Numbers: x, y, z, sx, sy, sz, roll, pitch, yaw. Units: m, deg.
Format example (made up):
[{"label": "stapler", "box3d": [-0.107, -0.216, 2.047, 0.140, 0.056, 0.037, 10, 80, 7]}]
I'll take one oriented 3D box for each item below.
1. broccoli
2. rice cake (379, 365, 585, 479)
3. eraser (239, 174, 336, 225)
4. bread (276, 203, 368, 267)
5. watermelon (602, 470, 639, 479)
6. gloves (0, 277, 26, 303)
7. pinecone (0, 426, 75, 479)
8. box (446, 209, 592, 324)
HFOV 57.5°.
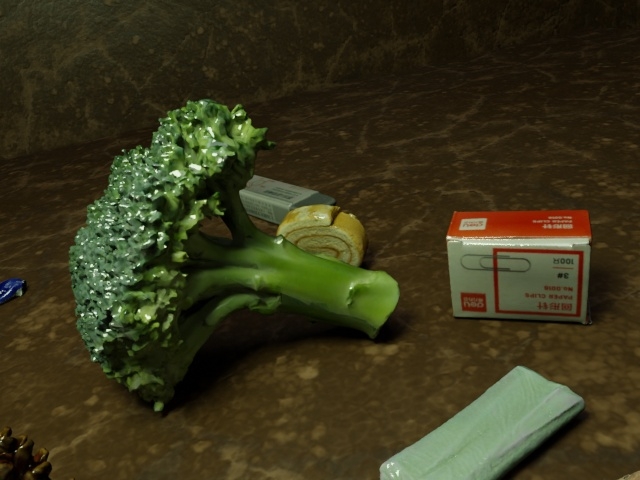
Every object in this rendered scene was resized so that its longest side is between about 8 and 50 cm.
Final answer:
[{"label": "broccoli", "box3d": [-0.129, 0.074, 0.757, 0.353, 0.397, 0.275, -25, 46, 31]}, {"label": "rice cake", "box3d": [0.165, 0.201, 0.584, 0.221, 0.042, 0.080, -24, 33, -28]}, {"label": "eraser", "box3d": [-0.103, -0.087, 1.252, 0.089, 0.061, 0.352, -27, 30, -33]}, {"label": "bread", "box3d": [0.000, 0.000, 0.965, 0.149, 0.122, 0.073, -3, 30, 18]}, {"label": "watermelon", "box3d": [0.180, 0.261, 0.292, 0.224, 0.180, 0.305, -5, 22, 36]}, {"label": "gloves", "box3d": [-0.600, 0.098, 1.095, 0.086, 0.026, 0.064, -12, 28, -4]}, {"label": "pinecone", "box3d": [-0.289, 0.252, 0.513, 0.173, 0.174, 0.173, -8, 26, 4]}, {"label": "box", "box3d": [0.266, 0.035, 0.780, 0.182, 0.133, 0.099, 2, 30, 20]}]
